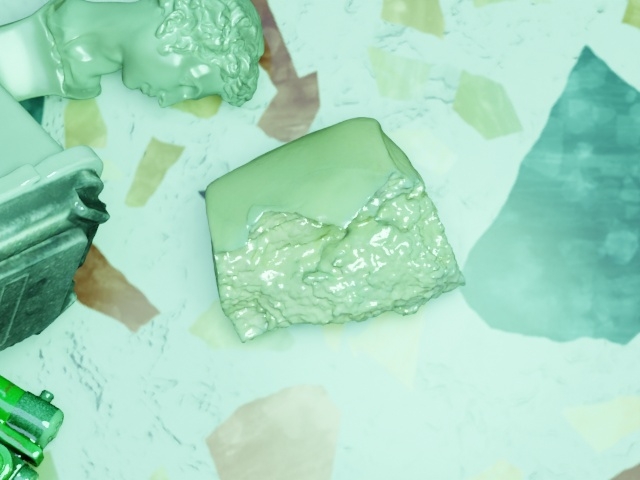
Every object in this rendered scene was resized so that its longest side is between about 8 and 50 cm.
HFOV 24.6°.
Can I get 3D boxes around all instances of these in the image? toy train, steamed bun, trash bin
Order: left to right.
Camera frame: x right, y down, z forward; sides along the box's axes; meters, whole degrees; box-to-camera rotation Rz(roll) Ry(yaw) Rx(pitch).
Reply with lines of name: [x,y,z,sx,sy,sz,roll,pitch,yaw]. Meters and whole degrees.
trash bin: [-0.412,-0.059,1.343,0.296,0.256,0.368,-29,72,-35]
toy train: [-0.369,0.150,1.432,0.251,0.085,0.119,31,70,2]
steamed bun: [0.000,0.000,1.386,0.225,0.170,0.200,-24,88,1]

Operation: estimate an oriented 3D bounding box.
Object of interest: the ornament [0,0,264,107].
ornament: [-0.197,-0.196,1.441,0.285,0.120,0.130,0,104,2]
